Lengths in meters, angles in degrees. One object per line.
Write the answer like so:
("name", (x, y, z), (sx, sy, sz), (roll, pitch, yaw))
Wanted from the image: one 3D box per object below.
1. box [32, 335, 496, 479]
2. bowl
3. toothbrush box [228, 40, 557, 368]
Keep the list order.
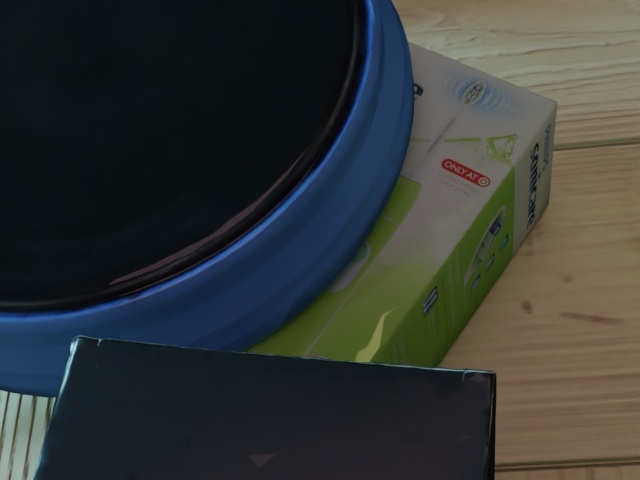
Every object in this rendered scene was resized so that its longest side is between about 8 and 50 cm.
("box", (-0.007, 0.154, 0.496), (0.184, 0.261, 0.103), (1, 58, 11))
("bowl", (-0.138, -0.095, 0.641), (0.391, 0.077, 0.391), (-5, 59, 9))
("toothbrush box", (0.000, 0.000, 0.678), (0.206, 0.122, 0.283), (29, 65, 24))
